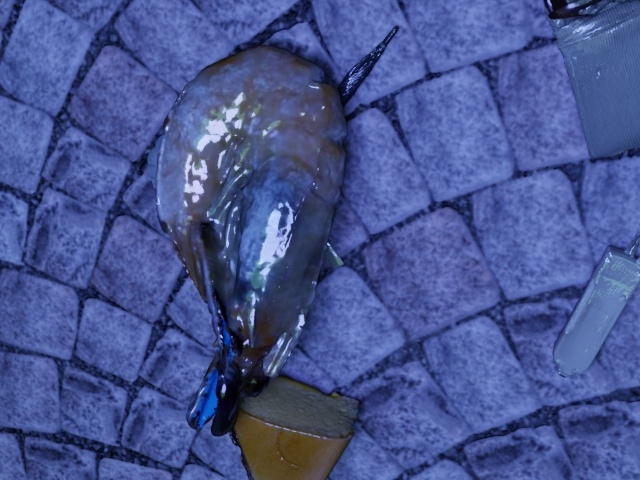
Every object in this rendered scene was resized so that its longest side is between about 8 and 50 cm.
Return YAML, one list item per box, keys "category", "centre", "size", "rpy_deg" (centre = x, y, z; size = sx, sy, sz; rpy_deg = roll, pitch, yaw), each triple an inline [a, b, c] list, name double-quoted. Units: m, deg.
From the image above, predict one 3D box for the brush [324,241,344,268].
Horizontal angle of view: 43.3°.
- category: "brush"
  centre: [0.000, 0.000, 1.002]
  size: [0.016, 0.013, 0.084]
  rpy_deg: [-33, 96, 18]

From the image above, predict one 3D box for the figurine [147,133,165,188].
- category: "figurine"
  centre: [-0.162, -0.093, 0.994]
  size: [0.086, 0.082, 0.094]
  rpy_deg: [38, 99, 20]

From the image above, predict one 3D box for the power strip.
- category: "power strip"
  centre: [0.321, 0.075, 0.928]
  size: [0.047, 0.030, 0.191]
  rpy_deg: [26, 109, 8]

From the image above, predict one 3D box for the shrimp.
- category: "shrimp"
  centre: [-0.094, -0.001, 0.909]
  size: [0.221, 0.110, 0.446]
  rpy_deg: [8, 89, 10]

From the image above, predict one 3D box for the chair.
- category: "chair"
  centre: [0.292, -0.235, 0.771]
  size: [0.160, 0.186, 0.319]
  rpy_deg: [-22, 98, 9]

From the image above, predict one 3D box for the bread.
- category: "bread"
  centre: [-0.059, 0.246, 1.018]
  size: [0.160, 0.140, 0.169]
  rpy_deg: [30, 110, -1]

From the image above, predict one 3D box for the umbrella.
- category: "umbrella"
  centre: [0.006, -0.144, 0.957]
  size: [0.269, 0.044, 0.044]
  rpy_deg: [-49, 63, 11]
